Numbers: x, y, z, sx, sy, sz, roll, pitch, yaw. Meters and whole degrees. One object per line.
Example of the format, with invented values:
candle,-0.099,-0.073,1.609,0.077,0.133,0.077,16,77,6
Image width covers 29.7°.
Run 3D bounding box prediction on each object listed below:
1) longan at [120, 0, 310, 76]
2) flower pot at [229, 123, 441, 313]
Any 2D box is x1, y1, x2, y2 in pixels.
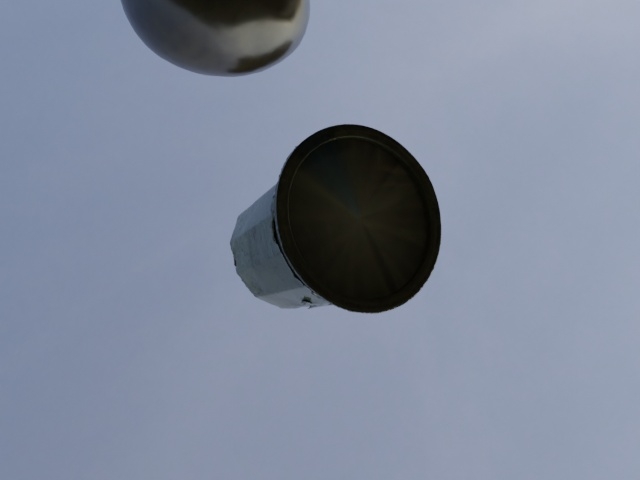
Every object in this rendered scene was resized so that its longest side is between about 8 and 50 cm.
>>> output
longan,-0.111,-0.259,1.219,0.212,0.198,0.198,47,-132,9
flower pot,0.000,0.000,1.385,0.212,0.202,0.212,10,-110,-27
